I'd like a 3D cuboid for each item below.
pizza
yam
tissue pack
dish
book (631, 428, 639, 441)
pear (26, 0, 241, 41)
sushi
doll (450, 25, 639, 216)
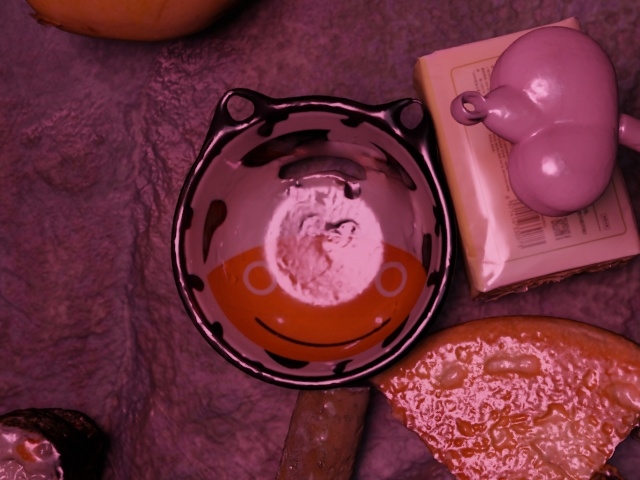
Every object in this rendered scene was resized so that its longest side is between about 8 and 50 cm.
[{"bbox_3d":[0.194,0.186,0.870,0.289,0.081,0.229,-6,75,11],"label":"pizza"},{"bbox_3d":[-0.004,0.218,0.891,0.078,0.078,0.179,14,97,10],"label":"yam"},{"bbox_3d":[0.194,-0.071,0.877,0.159,0.125,0.234,-15,81,4],"label":"tissue pack"},{"bbox_3d":[0.000,0.000,0.899,0.302,0.120,0.303,-1,86,11],"label":"dish"},{"bbox_3d":[0.548,0.140,0.843,0.427,0.039,0.300,25,88,11],"label":"book"},{"bbox_3d":[-0.170,-0.342,0.884,0.309,0.309,0.310,-1,84,9],"label":"pear"},{"bbox_3d":[-0.310,0.272,0.920,0.136,0.126,0.225,31,91,10],"label":"sushi"},{"bbox_3d":[0.273,-0.077,0.770,0.365,0.094,0.160,11,76,-19],"label":"doll"}]
